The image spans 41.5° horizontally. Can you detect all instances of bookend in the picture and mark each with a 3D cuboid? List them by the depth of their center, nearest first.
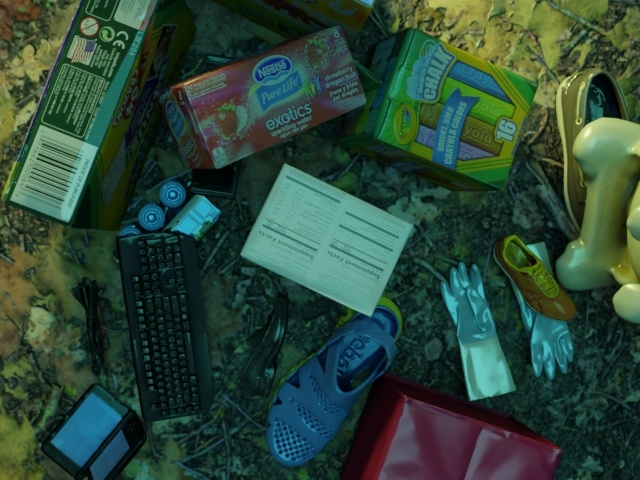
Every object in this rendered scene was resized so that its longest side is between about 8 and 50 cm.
[{"bbox_3d":[-0.152,-0.172,1.293,0.072,0.157,0.156,8,60,-4],"label":"bookend"}]

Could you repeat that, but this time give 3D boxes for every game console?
[{"bbox_3d":[-0.363,0.325,1.348,0.085,0.124,0.144,40,88,-30],"label":"game console"}]

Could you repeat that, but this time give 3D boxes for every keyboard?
[{"bbox_3d":[-0.283,0.143,1.336,0.202,0.033,0.317,-6,106,-5],"label":"keyboard"}]

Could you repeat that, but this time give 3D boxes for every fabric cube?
[{"bbox_3d":[0.180,0.377,1.306,0.259,0.254,0.258,20,87,-4],"label":"fabric cube"}]

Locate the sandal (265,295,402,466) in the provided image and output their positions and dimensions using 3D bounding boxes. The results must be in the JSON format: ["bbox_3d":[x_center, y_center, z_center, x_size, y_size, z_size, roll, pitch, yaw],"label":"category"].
[{"bbox_3d":[0.020,0.225,1.350,0.126,0.138,0.317,34,90,-6],"label":"sandal"}]

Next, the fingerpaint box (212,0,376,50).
[{"bbox_3d":[-0.115,-0.453,1.214,0.445,0.371,0.163,25,89,-4],"label":"fingerpaint box"}]

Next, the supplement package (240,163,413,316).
[{"bbox_3d":[0.000,0.000,1.280,0.204,0.262,0.145,26,89,-4],"label":"supplement package"}]

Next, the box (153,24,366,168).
[{"bbox_3d":[-0.083,-0.201,1.186,0.257,0.128,0.122,-27,108,-24],"label":"box"}]

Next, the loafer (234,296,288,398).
[{"bbox_3d":[-0.093,0.170,1.378,0.061,0.062,0.170,15,88,0],"label":"loafer"}]

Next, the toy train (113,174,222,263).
[{"bbox_3d":[-0.246,-0.018,1.355,0.105,0.080,0.184,42,87,-10],"label":"toy train"}]

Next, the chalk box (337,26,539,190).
[{"bbox_3d":[0.149,-0.205,1.305,0.289,0.180,0.179,19,88,-16],"label":"chalk box"}]

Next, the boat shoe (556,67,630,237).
[{"bbox_3d":[0.469,-0.123,1.398,0.117,0.097,0.324,-10,91,-5],"label":"boat shoe"}]

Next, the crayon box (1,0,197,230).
[{"bbox_3d":[-0.302,-0.199,1.229,0.106,0.313,0.362,22,89,-1],"label":"crayon box"}]

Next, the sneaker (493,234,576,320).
[{"bbox_3d":[0.351,0.066,1.384,0.175,0.067,0.064,45,79,2],"label":"sneaker"}]

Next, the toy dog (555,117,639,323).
[{"bbox_3d":[0.576,0.024,1.191,0.396,0.408,0.284,7,108,-15],"label":"toy dog"}]

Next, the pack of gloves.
[{"bbox_3d":[0.311,0.136,1.426,0.195,0.046,0.232,-12,81,-5],"label":"pack of gloves"}]
